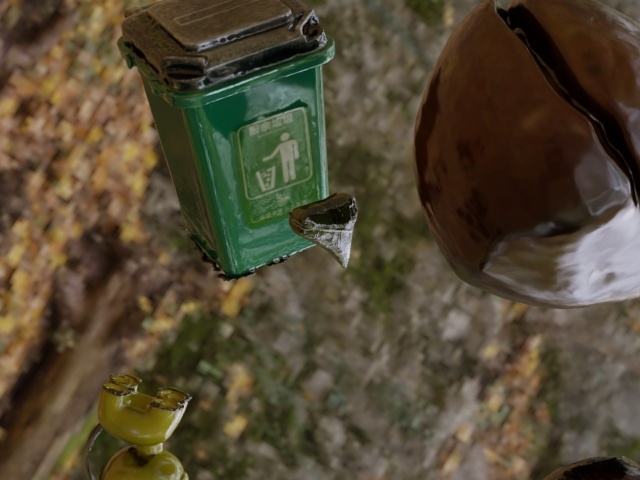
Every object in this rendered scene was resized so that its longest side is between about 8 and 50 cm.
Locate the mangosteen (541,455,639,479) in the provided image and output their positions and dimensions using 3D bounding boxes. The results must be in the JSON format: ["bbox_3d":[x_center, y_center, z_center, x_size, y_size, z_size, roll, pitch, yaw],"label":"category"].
[{"bbox_3d":[0.319,0.353,1.805,0.216,0.216,0.216,-54,-167,18],"label":"mangosteen"}]

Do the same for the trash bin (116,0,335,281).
[{"bbox_3d":[-0.128,-0.169,2.316,0.259,0.381,0.295,-20,-146,-19],"label":"trash bin"}]

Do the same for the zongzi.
[{"bbox_3d":[0.000,0.000,2.103,0.052,0.104,0.113,31,-53,41],"label":"zongzi"}]

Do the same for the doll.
[{"bbox_3d":[-0.227,0.282,1.948,0.143,0.135,0.221,-70,172,-77],"label":"doll"}]

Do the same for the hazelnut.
[{"bbox_3d":[0.291,-0.100,2.004,0.402,0.402,0.429,-58,151,0],"label":"hazelnut"}]
